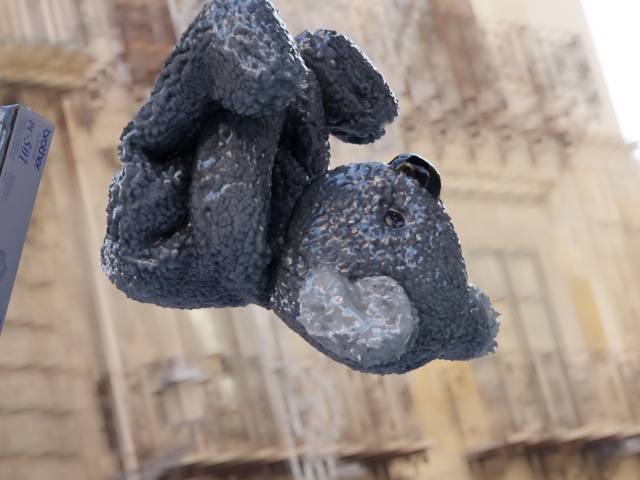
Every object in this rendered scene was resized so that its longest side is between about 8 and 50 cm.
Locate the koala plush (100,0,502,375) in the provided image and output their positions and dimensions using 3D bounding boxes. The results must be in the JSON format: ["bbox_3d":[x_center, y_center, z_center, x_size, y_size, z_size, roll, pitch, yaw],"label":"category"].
[{"bbox_3d":[0.000,0.000,1.131,0.203,0.221,0.196,-55,-20,10],"label":"koala plush"}]

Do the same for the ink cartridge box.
[{"bbox_3d":[-0.277,-0.001,1.482,0.097,0.207,0.046,-2,-23,36],"label":"ink cartridge box"}]
